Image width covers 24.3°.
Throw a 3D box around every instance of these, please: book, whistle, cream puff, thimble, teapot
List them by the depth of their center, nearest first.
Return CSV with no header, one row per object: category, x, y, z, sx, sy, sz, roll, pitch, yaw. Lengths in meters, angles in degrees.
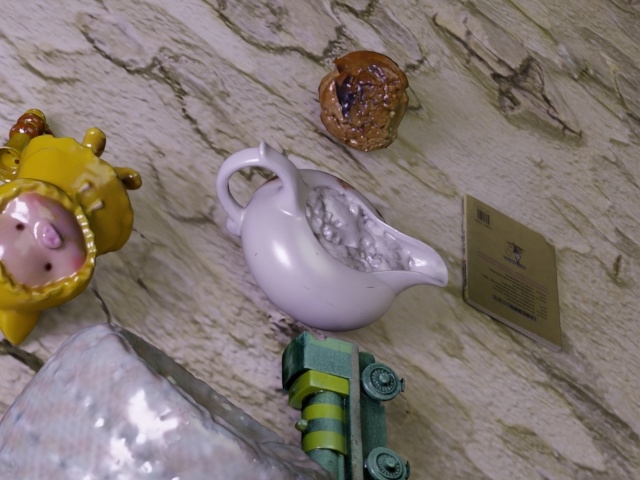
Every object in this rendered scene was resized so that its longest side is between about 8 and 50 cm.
thimble,-0.133,0.215,1.273,0.291,0.195,0.291,36,-1,1
whistle,-0.306,-0.102,1.576,0.057,0.046,0.109,28,35,-3
teapot,0.000,0.000,1.706,0.298,0.139,0.204,28,45,-25
cream puff,0.055,-0.181,1.927,0.104,0.119,0.133,12,75,-84
book,0.260,0.042,2.020,0.168,0.013,0.192,28,42,-24

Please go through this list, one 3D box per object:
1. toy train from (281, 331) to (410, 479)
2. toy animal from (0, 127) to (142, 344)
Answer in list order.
toy train,0.022,0.205,1.609,0.132,0.083,0.200,15,48,-21
toy animal,-0.270,-0.020,1.473,0.156,0.156,0.230,46,48,-4
